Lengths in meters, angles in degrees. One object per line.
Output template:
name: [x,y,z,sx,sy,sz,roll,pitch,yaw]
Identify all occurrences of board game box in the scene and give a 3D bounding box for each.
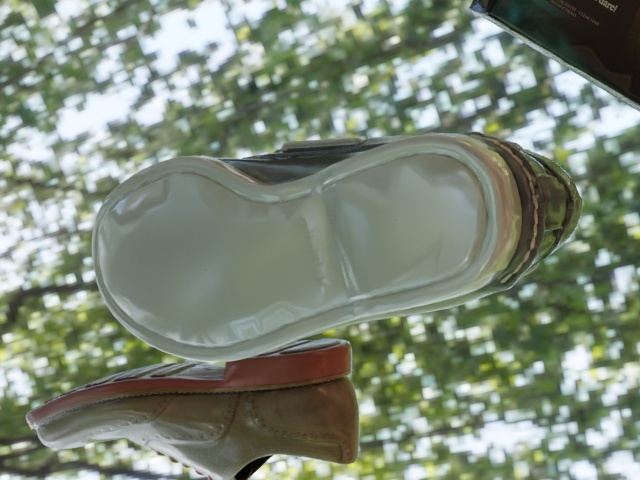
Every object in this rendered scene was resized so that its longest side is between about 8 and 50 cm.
board game box: [0.178,-0.119,0.832,0.186,0.026,0.126,28,-86,-21]

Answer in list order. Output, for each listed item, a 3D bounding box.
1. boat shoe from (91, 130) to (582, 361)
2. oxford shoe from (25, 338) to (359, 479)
boat shoe: [0.000,0.000,0.967,0.099,0.319,0.116,-8,-91,-47]
oxford shoe: [-0.126,0.180,1.665,0.123,0.348,0.130,-15,-85,-63]
